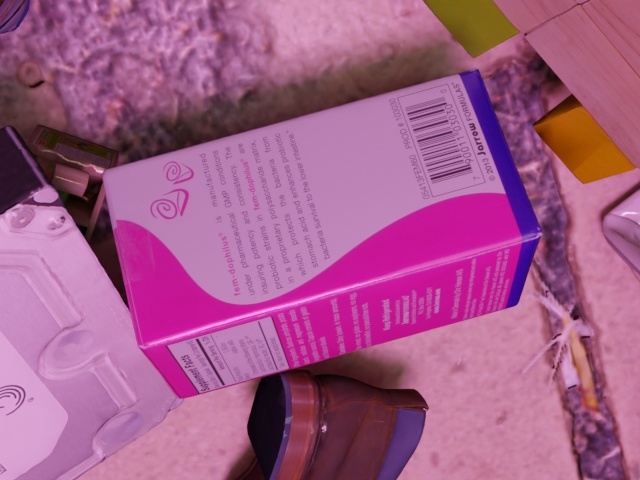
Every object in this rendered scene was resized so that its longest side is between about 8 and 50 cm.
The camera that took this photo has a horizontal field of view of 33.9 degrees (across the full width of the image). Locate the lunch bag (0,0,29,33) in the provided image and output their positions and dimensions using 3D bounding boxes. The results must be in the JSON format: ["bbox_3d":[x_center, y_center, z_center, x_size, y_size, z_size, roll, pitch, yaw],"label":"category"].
[{"bbox_3d":[-0.210,-0.260,0.401,0.239,0.328,0.386,2,105,-11],"label":"lunch bag"}]

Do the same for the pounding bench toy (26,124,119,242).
[{"bbox_3d":[-0.155,-0.022,0.617,0.052,0.083,0.065,18,104,-14],"label":"pounding bench toy"}]

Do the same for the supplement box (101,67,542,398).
[{"bbox_3d":[0.000,0.000,0.610,0.220,0.114,0.111,-15,66,-3],"label":"supplement box"}]

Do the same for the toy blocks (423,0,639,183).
[{"bbox_3d":[0.203,-0.201,0.544,0.381,0.191,0.261,46,68,-11],"label":"toy blocks"}]

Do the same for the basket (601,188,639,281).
[{"bbox_3d":[0.272,0.024,0.649,0.113,0.167,0.103,-37,119,6],"label":"basket"}]

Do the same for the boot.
[{"bbox_3d":[-0.004,0.179,0.704,0.106,0.082,0.219,4,125,-22],"label":"boot"}]

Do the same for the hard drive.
[{"bbox_3d":[-0.256,0.113,0.564,0.339,0.064,0.237,-33,145,-13],"label":"hard drive"}]
